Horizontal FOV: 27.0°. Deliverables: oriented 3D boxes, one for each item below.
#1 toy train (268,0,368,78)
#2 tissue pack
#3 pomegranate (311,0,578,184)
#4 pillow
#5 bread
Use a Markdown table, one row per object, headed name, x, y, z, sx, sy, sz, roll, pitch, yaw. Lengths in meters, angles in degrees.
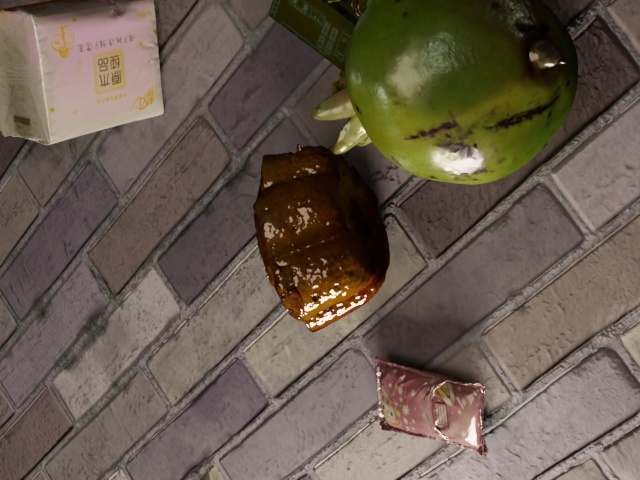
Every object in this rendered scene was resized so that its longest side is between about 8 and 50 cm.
| name | x | y | z | sx | sy | sz | roll | pitch | yaw |
| --- | --- | --- | --- | --- | --- | --- | --- | --- | --- |
| toy train | 0.025 | -0.290 | 1.662 | 0.225 | 0.090 | 0.137 | 40 | 130 | 23 |
| tissue pack | -0.343 | -0.252 | 1.896 | 0.124 | 0.225 | 0.185 | 13 | 113 | 37 |
| pomegranate | 0.131 | -0.178 | 1.505 | 0.341 | 0.260 | 0.260 | -25 | 88 | 44 |
| pillow | 0.148 | 0.217 | 1.765 | 0.185 | 0.043 | 0.118 | 13 | 119 | 40 |
| bread | -0.006 | -0.009 | 1.684 | 0.135 | 0.246 | 0.232 | -20 | 101 | 19 |
